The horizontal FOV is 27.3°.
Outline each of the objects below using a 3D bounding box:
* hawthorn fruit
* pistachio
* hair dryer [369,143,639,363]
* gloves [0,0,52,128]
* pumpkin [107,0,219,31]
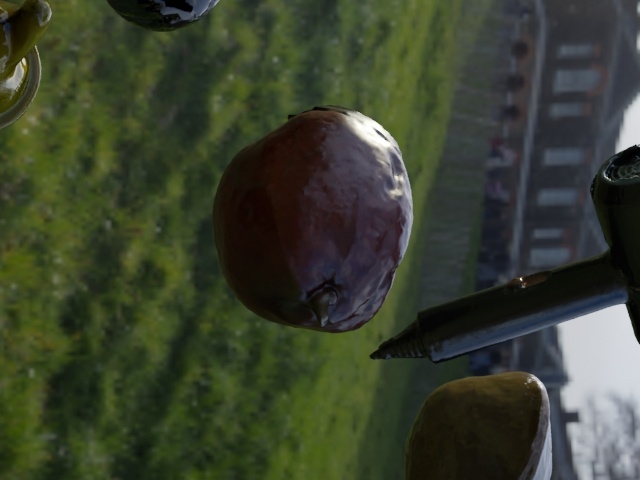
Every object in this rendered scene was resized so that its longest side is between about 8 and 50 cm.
[{"bbox_3d":[0.000,0.000,1.181,0.251,0.189,0.189,-96,-176,-46],"label":"hawthorn fruit"},{"bbox_3d":[0.181,0.263,1.485,0.213,0.163,0.260,-54,-163,29],"label":"pistachio"},{"bbox_3d":[0.206,0.043,1.250,0.107,0.352,0.189,-90,160,-65],"label":"hair dryer"},{"bbox_3d":[-0.293,-0.148,1.076,0.294,0.116,0.133,-165,-85,-79],"label":"gloves"},{"bbox_3d":[-0.152,-0.291,1.234,0.194,0.150,0.194,57,11,-17],"label":"pumpkin"}]
